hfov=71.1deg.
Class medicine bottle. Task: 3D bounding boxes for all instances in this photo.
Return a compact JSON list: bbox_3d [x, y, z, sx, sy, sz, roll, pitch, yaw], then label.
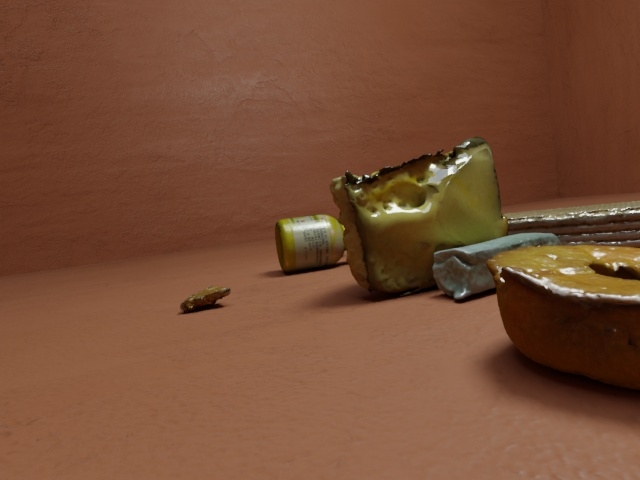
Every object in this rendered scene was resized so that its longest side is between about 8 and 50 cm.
[{"bbox_3d":[0.011,0.000,1.019,0.213,0.121,0.122,-8,4,-13],"label":"medicine bottle"}]

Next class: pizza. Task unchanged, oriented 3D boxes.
[{"bbox_3d":[-0.175,0.093,0.709,0.078,0.025,0.083,-10,9,24],"label":"pizza"}]

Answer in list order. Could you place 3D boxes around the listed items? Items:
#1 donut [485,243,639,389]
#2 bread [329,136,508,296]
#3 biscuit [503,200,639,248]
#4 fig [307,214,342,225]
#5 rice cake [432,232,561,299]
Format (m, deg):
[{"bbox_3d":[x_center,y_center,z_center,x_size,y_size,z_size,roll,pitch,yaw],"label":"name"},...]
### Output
[{"bbox_3d":[0.220,0.048,0.322,0.190,0.074,0.174,1,7,39],"label":"donut"},{"bbox_3d":[0.145,-0.025,0.683,0.262,0.204,0.162,-14,-4,-15],"label":"bread"},{"bbox_3d":[0.440,-0.018,0.818,0.426,0.078,0.144,-5,5,36],"label":"biscuit"},{"bbox_3d":[0.002,-0.011,1.194,0.153,0.120,0.136,-11,1,-36],"label":"fig"},{"bbox_3d":[0.239,0.029,0.607,0.207,0.063,0.069,-9,2,-27],"label":"rice cake"}]
